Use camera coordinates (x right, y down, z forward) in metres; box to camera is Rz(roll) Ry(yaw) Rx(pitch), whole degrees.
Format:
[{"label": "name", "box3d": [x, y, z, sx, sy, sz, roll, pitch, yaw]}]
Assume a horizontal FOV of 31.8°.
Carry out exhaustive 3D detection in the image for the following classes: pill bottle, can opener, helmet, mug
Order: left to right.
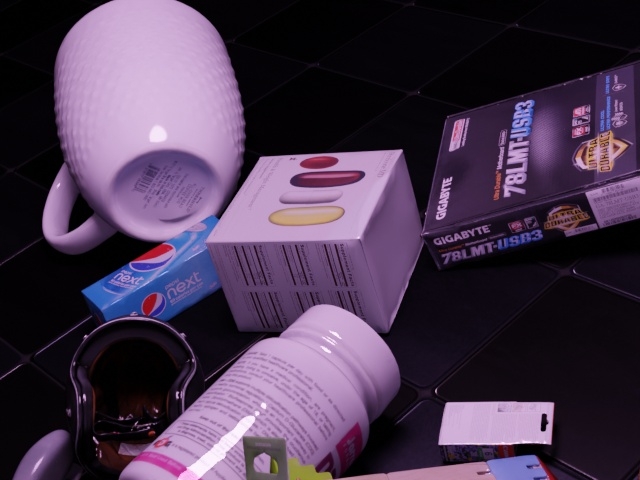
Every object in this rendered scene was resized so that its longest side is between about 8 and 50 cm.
[{"label": "can opener", "box3d": [-0.328, 0.321, 1.153, 0.074, 0.093, 0.280, -2, 41, 19]}, {"label": "mug", "box3d": [-0.278, -0.131, 1.654, 0.374, 0.276, 0.328, -41, 37, 18]}, {"label": "helmet", "box3d": [-0.203, 0.169, 1.236, 0.169, 0.169, 0.161, -13, 42, 5]}, {"label": "pill bottle", "box3d": [-0.052, 0.201, 1.138, 0.160, 0.160, 0.283, 16, 46, 38]}]

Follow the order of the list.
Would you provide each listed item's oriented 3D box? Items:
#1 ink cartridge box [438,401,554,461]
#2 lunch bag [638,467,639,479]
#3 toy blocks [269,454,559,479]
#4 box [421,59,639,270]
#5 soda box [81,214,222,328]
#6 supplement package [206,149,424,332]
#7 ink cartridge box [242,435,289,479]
[{"label": "ink cartridge box", "box3d": [0.183, 0.198, 1.160, 0.115, 0.029, 0.063, -3, 36, 18]}, {"label": "lunch bag", "box3d": [0.356, 0.214, 0.802, 0.239, 0.328, 0.385, 1, 37, 33]}, {"label": "toy blocks", "box3d": [0.123, 0.310, 0.902, 0.261, 0.190, 0.381, -4, 29, -13]}, {"label": "box", "box3d": [0.293, -0.104, 1.465, 0.293, 0.073, 0.295, -13, 31, 24]}, {"label": "soda box", "box3d": [-0.204, 0.053, 1.493, 0.210, 0.071, 0.067, -32, 37, -22]}, {"label": "supplement package", "box3d": [0.000, 0.000, 1.414, 0.203, 0.149, 0.194, -1, 37, 23]}, {"label": "ink cartridge box", "box3d": [-0.066, 0.273, 0.947, 0.062, 0.209, 0.109, -2, -8, -23]}]
